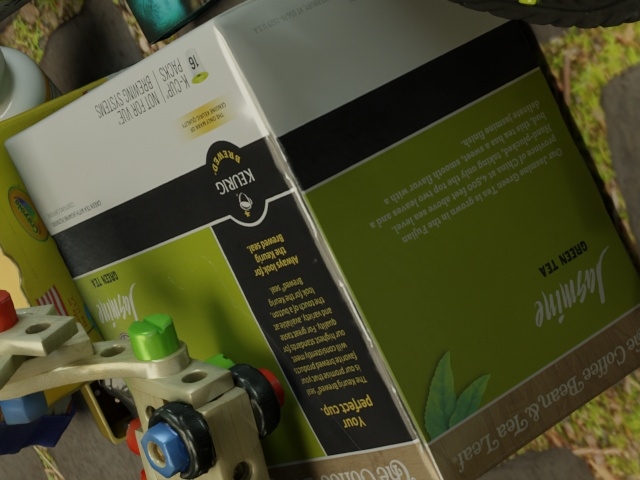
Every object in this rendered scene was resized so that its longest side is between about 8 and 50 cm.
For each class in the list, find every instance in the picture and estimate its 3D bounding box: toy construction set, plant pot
[{"bbox_3d":[-0.114,0.158,1.227,0.215,0.151,0.328,12,137,49],"label":"toy construction set"},{"bbox_3d":[-0.186,0.137,1.753,0.081,0.081,0.083,65,158,-6],"label":"plant pot"}]

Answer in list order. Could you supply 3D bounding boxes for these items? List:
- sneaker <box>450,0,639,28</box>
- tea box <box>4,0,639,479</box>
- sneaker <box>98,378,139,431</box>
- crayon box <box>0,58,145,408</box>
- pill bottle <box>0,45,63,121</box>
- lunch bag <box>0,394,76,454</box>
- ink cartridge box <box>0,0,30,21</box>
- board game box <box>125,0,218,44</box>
[{"bbox_3d":[0.053,-0.248,1.096,0.384,0.147,0.145,24,151,15],"label":"sneaker"},{"bbox_3d":[0.000,0.000,1.275,0.329,0.220,0.324,-18,99,57],"label":"tea box"},{"bbox_3d":[-0.165,0.083,1.653,0.106,0.078,0.234,-9,112,20],"label":"sneaker"},{"bbox_3d":[-0.192,-0.005,1.435,0.081,0.318,0.202,-22,96,30],"label":"crayon box"},{"bbox_3d":[-0.266,-0.090,1.580,0.117,0.117,0.208,33,167,35],"label":"pill bottle"},{"bbox_3d":[-0.444,0.095,1.793,0.385,0.328,0.239,25,93,12],"label":"lunch bag"},{"bbox_3d":[-0.273,-0.295,1.550,0.255,0.097,0.189,-29,90,22],"label":"ink cartridge box"},{"bbox_3d":[-0.132,-0.257,1.418,0.126,0.026,0.186,-29,90,47],"label":"board game box"}]
